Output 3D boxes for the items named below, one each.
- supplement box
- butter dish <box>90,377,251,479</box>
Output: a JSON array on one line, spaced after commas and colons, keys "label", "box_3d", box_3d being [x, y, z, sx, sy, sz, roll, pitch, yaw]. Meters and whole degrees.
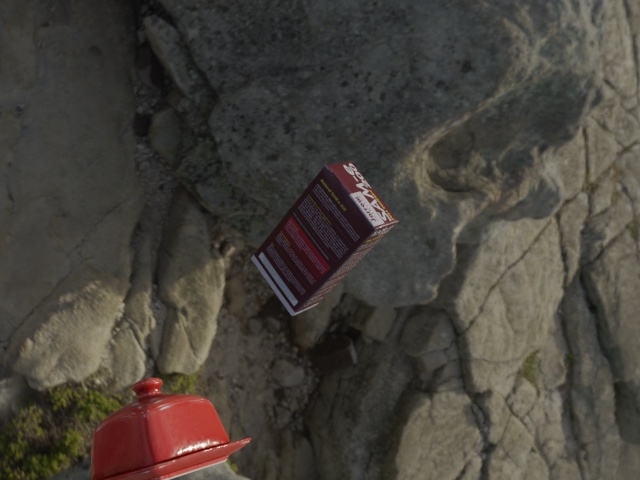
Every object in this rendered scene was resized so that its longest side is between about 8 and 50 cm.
[{"label": "supplement box", "box_3d": [0.000, 0.000, 1.019, 0.073, 0.239, 0.130, -19, 67, -50]}, {"label": "butter dish", "box_3d": [-0.193, 0.220, 0.736, 0.160, 0.160, 0.118, 5, 64, -55]}]
